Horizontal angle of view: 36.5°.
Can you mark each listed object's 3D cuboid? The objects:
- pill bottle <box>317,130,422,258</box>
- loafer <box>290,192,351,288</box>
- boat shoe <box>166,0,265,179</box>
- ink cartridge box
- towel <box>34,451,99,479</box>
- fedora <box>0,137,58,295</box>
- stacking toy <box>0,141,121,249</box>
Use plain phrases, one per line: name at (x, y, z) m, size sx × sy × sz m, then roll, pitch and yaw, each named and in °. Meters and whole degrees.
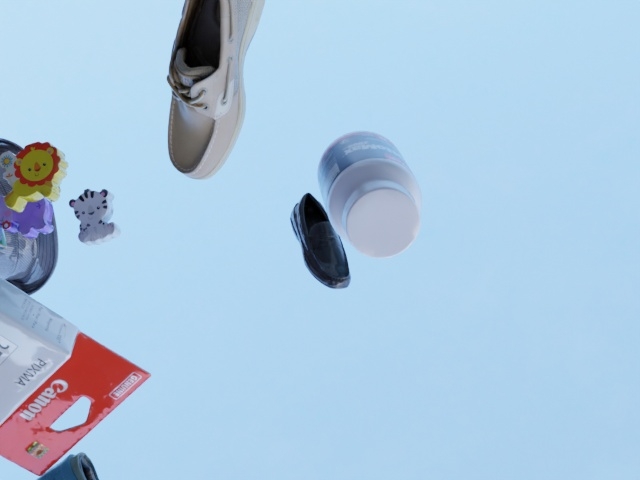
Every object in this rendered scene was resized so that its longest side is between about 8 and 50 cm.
pill bottle at (0.058, -0.051, 1.098) m, size 0.108 × 0.108 × 0.180 m, roll -21°, pitch -157°, yaw 2°
loafer at (0.000, 0.000, 1.806) m, size 0.076 × 0.078 × 0.223 m, roll -4°, pitch -137°, yaw -24°
boat shoe at (-0.176, -0.244, 1.403) m, size 0.122 × 0.341 × 0.110 m, roll 24°, pitch -155°, yaw 23°
ink cartridge box at (-0.397, 0.204, 1.254) m, size 0.275 × 0.239 × 0.060 m, roll -42°, pitch -156°, yaw 25°
towel at (-0.411, 0.508, 1.383) m, size 0.370 × 0.040 × 0.271 m, roll -39°, pitch -112°, yaw 19°
fedora at (-0.507, -0.024, 1.425) m, size 0.124 × 0.243 × 0.275 m, roll -15°, pitch -166°, yaw -39°
stacking toy at (-0.297, -0.014, 0.837) m, size 0.221 × 0.167 × 0.052 m, roll -17°, pitch -103°, yaw 3°
